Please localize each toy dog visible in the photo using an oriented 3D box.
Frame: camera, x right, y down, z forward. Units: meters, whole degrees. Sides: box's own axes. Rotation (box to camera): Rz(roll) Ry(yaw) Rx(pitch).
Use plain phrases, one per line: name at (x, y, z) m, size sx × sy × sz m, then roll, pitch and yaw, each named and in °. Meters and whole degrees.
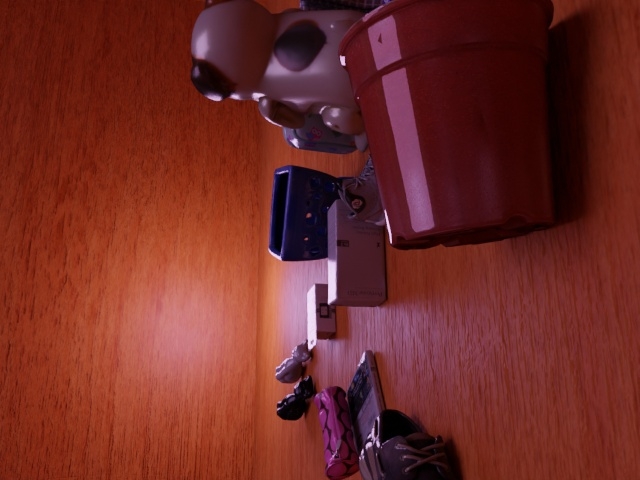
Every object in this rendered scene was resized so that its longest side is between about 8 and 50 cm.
toy dog at (-0.068, -0.364, 1.229) m, size 0.395 × 0.409 × 0.284 m, roll -70°, pitch -8°, yaw -81°

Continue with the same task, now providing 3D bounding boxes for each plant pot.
plant pot at (0.171, -0.131, 0.744) m, size 0.272 × 0.273 × 0.264 m, roll 149°, pitch 115°, yaw -74°
plant pot at (-0.008, -0.067, 1.512) m, size 0.236 × 0.212 × 0.235 m, roll -157°, pitch 71°, yaw -76°

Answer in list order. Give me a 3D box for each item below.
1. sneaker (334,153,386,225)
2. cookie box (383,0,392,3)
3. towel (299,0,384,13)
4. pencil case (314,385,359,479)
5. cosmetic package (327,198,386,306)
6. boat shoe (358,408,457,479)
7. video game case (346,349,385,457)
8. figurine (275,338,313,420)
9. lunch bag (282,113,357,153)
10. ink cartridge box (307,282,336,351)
sneaker at (0.100, -0.145, 1.256) m, size 0.086 × 0.132 × 0.228 m, roll -134°, pitch 49°, yaw -72°
cookie box at (0.179, -0.466, 1.069) m, size 0.040 × 0.107 × 0.091 m, roll -101°, pitch 20°, yaw -53°
towel at (0.068, -0.643, 1.316) m, size 0.121 × 0.235 × 0.283 m, roll -176°, pitch 89°, yaw -71°
pencil case at (0.037, 0.439, 1.361) m, size 0.098 × 0.095 × 0.209 m, roll 58°, pitch -169°, yaw -40°
cosmetic package at (0.080, 0.030, 1.328) m, size 0.085 × 0.118 × 0.230 m, roll 125°, pitch 145°, yaw -68°
boat shoe at (0.143, 0.375, 0.946) m, size 0.355 × 0.133 × 0.130 m, roll -160°, pitch 74°, yaw -75°
video game case at (0.102, 0.376, 1.345) m, size 0.190 × 0.022 × 0.173 m, roll 106°, pitch 161°, yaw -44°
figurine at (-0.075, 0.457, 1.946) m, size 0.209 × 0.093 × 0.214 m, roll 121°, pitch 151°, yaw -47°
lunch bag at (0.012, -0.365, 1.485) m, size 0.108 × 0.224 × 0.278 m, roll 166°, pitch 107°, yaw -75°
ink cartridge box at (0.002, 0.226, 1.710) m, size 0.104 × 0.060 × 0.180 m, roll 124°, pitch 148°, yaw -63°
